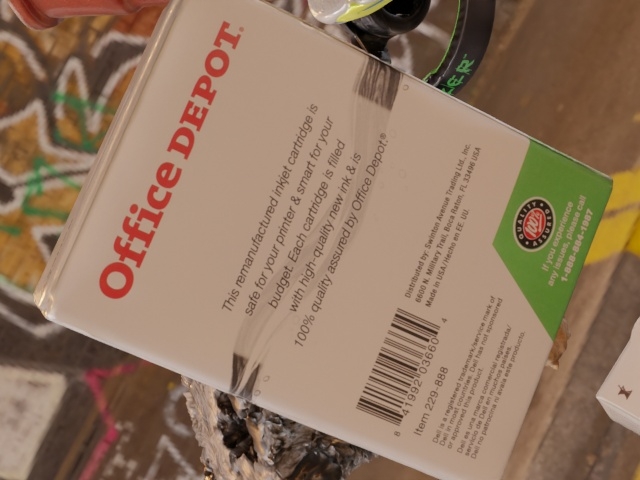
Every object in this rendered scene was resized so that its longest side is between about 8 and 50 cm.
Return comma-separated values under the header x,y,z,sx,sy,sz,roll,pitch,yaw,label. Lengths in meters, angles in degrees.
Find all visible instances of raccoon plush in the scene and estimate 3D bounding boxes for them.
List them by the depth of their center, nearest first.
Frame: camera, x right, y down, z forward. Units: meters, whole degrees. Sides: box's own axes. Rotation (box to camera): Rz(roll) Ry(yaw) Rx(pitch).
x,y,z,sx,sy,sz,roll,pitch,yaw,label
0.003,0.186,1.310,0.299,0.216,0.446,-23,-13,-29,raccoon plush

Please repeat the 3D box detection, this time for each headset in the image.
x,y,z,sx,sy,sz,roll,pitch,yaw,label
0.087,-0.363,1.465,0.243,0.185,0.394,-40,56,49,headset

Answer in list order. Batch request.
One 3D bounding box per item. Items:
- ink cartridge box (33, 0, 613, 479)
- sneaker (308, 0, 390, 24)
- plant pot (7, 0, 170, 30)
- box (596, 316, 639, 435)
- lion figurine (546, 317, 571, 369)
x,y,z,sx,sy,sz,roll,pitch,yaw,label
0.000,0.000,0.692,0.211,0.289,0.121,-67,16,-6,ink cartridge box
0.102,-0.273,1.096,0.240,0.126,0.091,-29,63,37,sneaker
-0.055,-0.269,0.741,0.272,0.265,0.273,3,-90,-88,plant pot
0.414,0.142,1.174,0.181,0.182,0.119,-57,-30,-6,box
0.208,0.012,1.640,0.142,0.240,0.392,-38,54,6,lion figurine
